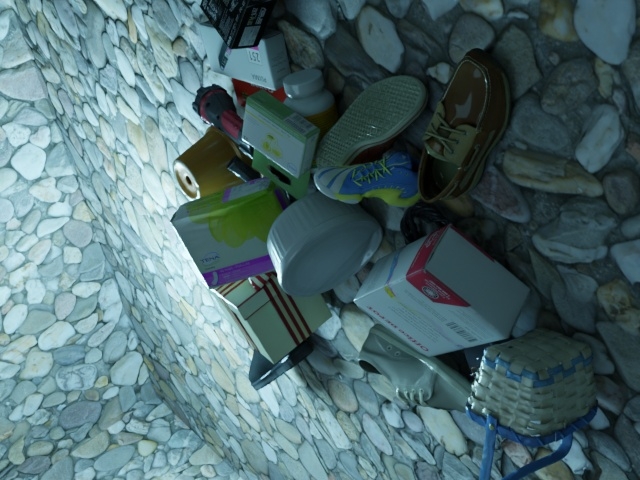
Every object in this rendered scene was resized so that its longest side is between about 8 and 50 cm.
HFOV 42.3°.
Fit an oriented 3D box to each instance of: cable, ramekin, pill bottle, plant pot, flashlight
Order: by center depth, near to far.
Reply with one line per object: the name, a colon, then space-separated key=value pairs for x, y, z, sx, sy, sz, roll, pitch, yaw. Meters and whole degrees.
cable: x=0.235 y=-0.015 z=1.746 sx=0.150 sy=0.047 sz=0.184 roll=56 pitch=157 yaw=13
pill bottle: x=-0.018 y=-0.263 z=1.813 sx=0.117 sy=0.117 sz=0.208 roll=24 pitch=138 yaw=46
ramekin: x=0.000 y=0.000 z=1.912 sx=0.127 sy=0.273 sz=0.273 roll=56 pitch=155 yaw=29
flashlight: x=-0.212 y=-0.295 z=2.030 sx=0.304 sy=0.103 sz=0.103 roll=40 pitch=108 yaw=49
plant pot: x=-0.287 y=-0.199 z=2.231 sx=0.205 sy=0.188 sz=0.205 roll=39 pitch=147 yaw=31

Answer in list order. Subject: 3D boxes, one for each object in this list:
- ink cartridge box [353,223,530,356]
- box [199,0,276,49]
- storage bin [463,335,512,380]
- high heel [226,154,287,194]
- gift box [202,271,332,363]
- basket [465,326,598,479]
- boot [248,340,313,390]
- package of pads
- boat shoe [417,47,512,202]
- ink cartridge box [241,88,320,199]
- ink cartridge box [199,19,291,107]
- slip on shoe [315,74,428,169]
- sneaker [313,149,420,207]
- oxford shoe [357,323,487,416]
ink cartridge box: x=0.241 y=0.113 z=1.698 sx=0.226 sy=0.131 sz=0.306 roll=38 pitch=155 yaw=-11
box: x=-0.172 y=-0.528 z=1.774 sx=0.147 sy=0.077 sz=0.180 roll=55 pitch=140 yaw=23
storage bin: x=0.357 y=0.241 z=1.759 sx=0.135 sy=0.098 sz=0.091 roll=-30 pitch=82 yaw=62
high heel: x=-0.097 y=-0.191 z=2.095 sx=0.186 sy=0.093 sz=0.261 roll=37 pitch=140 yaw=-22
gift box: x=-0.142 y=0.132 z=2.280 sx=0.255 sy=0.276 sz=0.258 roll=21 pitch=147 yaw=50
basket: x=0.411 y=0.326 z=1.596 sx=0.201 sy=0.254 sz=0.289 roll=17 pitch=113 yaw=49
boot: x=-0.242 y=0.236 z=2.637 sx=0.445 sy=0.146 sz=0.367 roll=52 pitch=142 yaw=3
package of pads: x=-0.201 y=-0.021 z=2.066 sx=0.296 sy=0.101 sz=0.229 roll=-17 pitch=116 yaw=17
boat shoe: x=0.245 y=-0.183 z=1.470 sx=0.122 sy=0.120 sz=0.324 roll=41 pitch=148 yaw=28
ink cartridge box: x=-0.095 y=-0.193 z=1.814 sx=0.171 sy=0.056 sz=0.235 roll=36 pitch=140 yaw=19
ink cartridge box: x=-0.169 y=-0.398 z=1.982 sx=0.275 sy=0.060 sz=0.239 roll=26 pitch=137 yaw=45
slip on shoe: x=0.113 y=-0.228 z=1.673 sx=0.331 sy=0.101 sz=0.123 roll=-38 pitch=59 yaw=50
sneaker: x=0.110 y=-0.140 z=1.657 sx=0.126 sy=0.240 sz=0.091 roll=-61 pitch=36 yaw=41
oxford shoe: x=0.249 y=0.335 z=1.931 sx=0.449 sy=0.130 sz=0.169 roll=26 pitch=167 yaw=49
